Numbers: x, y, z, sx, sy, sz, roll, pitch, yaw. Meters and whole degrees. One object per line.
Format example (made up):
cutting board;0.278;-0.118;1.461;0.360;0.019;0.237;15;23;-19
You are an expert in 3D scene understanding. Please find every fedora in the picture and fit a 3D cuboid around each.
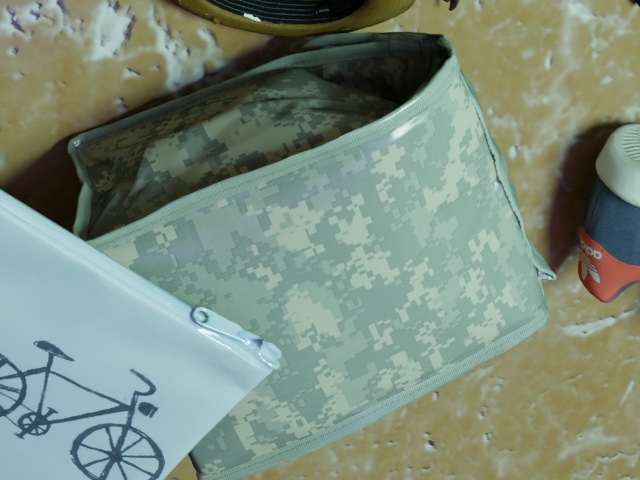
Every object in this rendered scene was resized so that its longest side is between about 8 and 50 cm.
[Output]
fedora;-0.023;-0.198;1.243;0.194;0.194;0.079;11;73;-25

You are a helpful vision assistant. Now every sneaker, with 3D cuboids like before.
sneaker;0.358;0.006;1.499;0.350;0.131;0.148;8;118;-18

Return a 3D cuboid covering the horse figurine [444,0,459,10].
horse figurine;0.110;-0.286;1.263;0.174;0.066;0.263;6;104;-61

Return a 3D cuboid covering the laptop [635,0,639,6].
laptop;0.304;-0.306;1.309;0.234;0.136;0.264;-30;121;-4

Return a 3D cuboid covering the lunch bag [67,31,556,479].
lunch bag;0.000;0.000;1.309;0.287;0.169;0.235;-21;123;4

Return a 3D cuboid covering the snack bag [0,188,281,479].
snack bag;-0.248;0.094;1.257;0.323;0.037;0.342;32;121;-17
